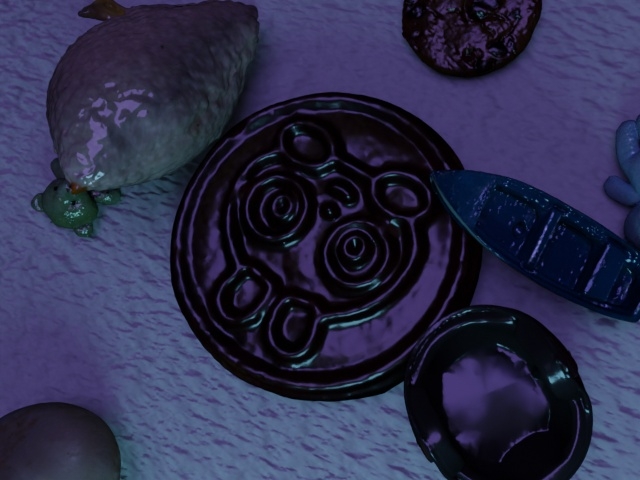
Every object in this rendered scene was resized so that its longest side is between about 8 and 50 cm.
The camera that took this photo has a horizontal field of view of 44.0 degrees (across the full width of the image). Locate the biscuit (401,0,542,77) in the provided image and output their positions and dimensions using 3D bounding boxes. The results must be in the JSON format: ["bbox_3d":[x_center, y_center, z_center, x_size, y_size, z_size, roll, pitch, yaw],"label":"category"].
[{"bbox_3d":[0.198,-0.309,1.050,0.191,0.049,0.192,-4,74,13],"label":"biscuit"}]

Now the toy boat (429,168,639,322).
[{"bbox_3d":[0.248,-0.002,0.914,0.299,0.062,0.096,29,87,-8],"label":"toy boat"}]

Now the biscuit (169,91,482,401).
[{"bbox_3d":[0.000,0.000,1.002,0.407,0.091,0.408,-2,79,11],"label":"biscuit"}]

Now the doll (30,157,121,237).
[{"bbox_3d":[-0.330,-0.087,1.098,0.115,0.077,0.150,27,73,5],"label":"doll"}]

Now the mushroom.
[{"bbox_3d":[-0.347,0.312,0.971,0.226,0.178,0.227,-12,43,12],"label":"mushroom"}]

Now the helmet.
[{"bbox_3d":[0.192,0.176,0.870,0.189,0.193,0.216,-33,84,6],"label":"helmet"}]

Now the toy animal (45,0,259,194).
[{"bbox_3d":[-0.231,-0.188,1.020,0.226,0.188,0.358,12,46,23],"label":"toy animal"}]

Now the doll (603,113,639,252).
[{"bbox_3d":[0.405,-0.063,0.952,0.120,0.075,0.180,-30,52,47],"label":"doll"}]
